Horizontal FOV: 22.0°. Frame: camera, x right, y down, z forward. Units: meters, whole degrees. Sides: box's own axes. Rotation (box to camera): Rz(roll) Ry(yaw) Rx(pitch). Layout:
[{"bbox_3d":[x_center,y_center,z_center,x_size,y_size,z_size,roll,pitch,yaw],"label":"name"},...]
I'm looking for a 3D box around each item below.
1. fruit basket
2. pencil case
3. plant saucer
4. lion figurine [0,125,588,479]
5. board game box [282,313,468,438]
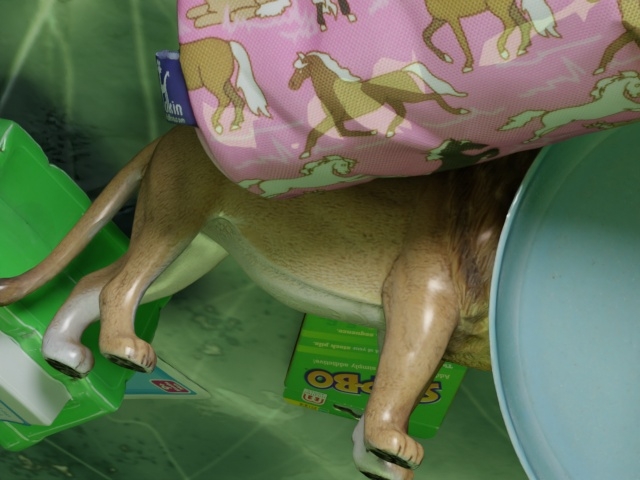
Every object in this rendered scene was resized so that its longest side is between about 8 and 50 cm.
[{"bbox_3d":[-0.299,0.040,1.159,0.353,0.165,0.327,-9,138,32],"label":"fruit basket"},{"bbox_3d":[0.107,-0.132,0.810,0.386,0.160,0.167,-12,166,30],"label":"pencil case"},{"bbox_3d":[0.237,0.048,0.908,0.317,0.318,0.043,22,171,-11],"label":"plant saucer"},{"bbox_3d":[0.000,0.000,0.986,0.392,0.240,0.142,19,162,9],"label":"lion figurine"},{"bbox_3d":[0.052,0.057,1.172,0.124,0.039,0.259,15,141,-1],"label":"board game box"}]
